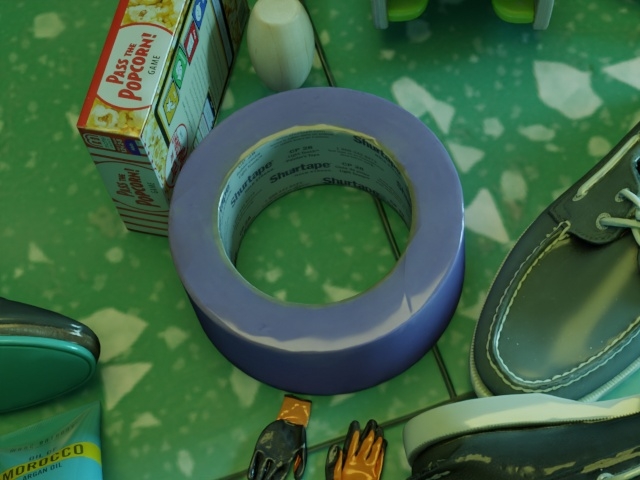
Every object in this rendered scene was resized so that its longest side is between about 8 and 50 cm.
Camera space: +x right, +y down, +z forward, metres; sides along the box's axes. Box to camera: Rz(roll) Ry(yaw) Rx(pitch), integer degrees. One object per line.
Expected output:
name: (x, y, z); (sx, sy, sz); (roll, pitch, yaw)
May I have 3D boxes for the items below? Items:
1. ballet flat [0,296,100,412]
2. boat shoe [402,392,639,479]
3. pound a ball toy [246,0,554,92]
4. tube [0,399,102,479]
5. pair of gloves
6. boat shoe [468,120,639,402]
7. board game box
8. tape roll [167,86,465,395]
ballet flat: (-0.283, 0.075, 0.932); (0.280, 0.095, 0.096); (-16, 52, -2)
boat shoe: (0.200, 0.135, 0.845); (0.302, 0.114, 0.091); (-12, 63, 14)
pound a ball toy: (0.058, -0.270, 1.004); (0.208, 0.136, 0.319); (1, 69, 4)
tube: (-0.158, 0.170, 0.861); (0.080, 0.052, 0.207); (-16, 32, -6)
pair of gloves: (-0.002, 0.139, 0.913); (0.083, 0.010, 0.074); (15, 67, 14)
boat shoe: (0.207, -0.021, 0.918); (0.116, 0.099, 0.319); (39, 74, 21)
board game box: (-0.099, -0.119, 0.972); (0.045, 0.147, 0.194); (10, 66, 10)
tape roll: (0.000, 0.000, 0.942); (0.188, 0.080, 0.189); (-3, 64, 6)
